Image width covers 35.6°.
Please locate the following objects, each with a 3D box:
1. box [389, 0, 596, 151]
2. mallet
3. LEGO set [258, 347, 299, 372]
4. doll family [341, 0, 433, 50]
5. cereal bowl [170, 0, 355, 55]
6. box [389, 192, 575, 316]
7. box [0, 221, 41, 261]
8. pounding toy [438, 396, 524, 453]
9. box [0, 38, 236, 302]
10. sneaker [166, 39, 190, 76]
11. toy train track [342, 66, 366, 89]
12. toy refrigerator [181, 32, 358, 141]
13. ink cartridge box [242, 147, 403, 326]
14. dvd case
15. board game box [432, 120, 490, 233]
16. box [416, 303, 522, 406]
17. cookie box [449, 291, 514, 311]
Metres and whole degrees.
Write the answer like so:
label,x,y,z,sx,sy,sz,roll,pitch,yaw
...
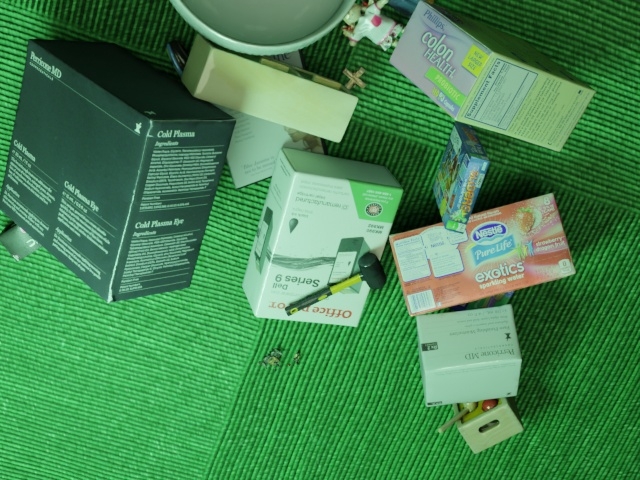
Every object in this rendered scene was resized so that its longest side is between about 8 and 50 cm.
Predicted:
label,x,y,z,sx,sy,sz,roll,pitch,yaw
box,0.275,-0.264,1.605,0.243,0.213,0.117,11,117,-36
mallet,0.023,0.079,1.751,0.190,0.039,0.062,-19,124,-4
LEGO set,-0.083,0.234,1.975,0.083,0.023,0.054,10,116,-19
doll family,0.123,-0.442,1.645,0.163,0.118,0.263,25,129,-17
cereal bowl,-0.099,-0.453,1.577,0.339,0.141,0.339,1,87,-10
box,0.285,0.027,1.791,0.300,0.142,0.154,-16,86,5
box,-0.543,-0.011,1.846,0.083,0.052,0.062,-29,109,13
pounding toy,0.309,0.343,1.961,0.141,0.130,0.100,-29,110,12
box,-0.343,-0.123,1.633,0.343,0.179,0.312,35,118,33
sneaker,-0.185,-0.291,1.724,0.188,0.067,0.078,33,104,-19
toy train track,0.049,-0.271,1.756,0.048,0.014,0.083,36,109,-14
toy refrigerator,-0.082,-0.255,1.647,0.269,0.102,0.094,15,108,-26
ink cartridge box,0.000,0.000,1.793,0.211,0.121,0.289,7,114,-21
dvd case,-0.097,-0.228,1.727,0.180,0.022,0.253,-21,120,-10
board game box,0.240,-0.113,1.724,0.035,0.201,0.136,14,113,-6
box,0.277,0.219,1.873,0.181,0.119,0.182,-7,149,3
cookie box,0.300,0.103,1.905,0.107,0.040,0.092,26,111,-10
